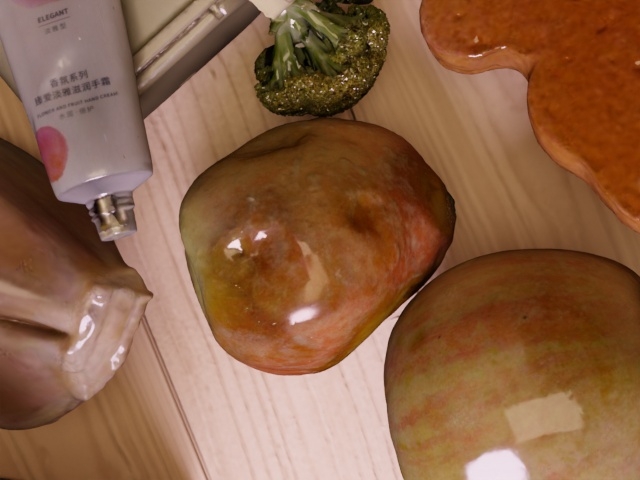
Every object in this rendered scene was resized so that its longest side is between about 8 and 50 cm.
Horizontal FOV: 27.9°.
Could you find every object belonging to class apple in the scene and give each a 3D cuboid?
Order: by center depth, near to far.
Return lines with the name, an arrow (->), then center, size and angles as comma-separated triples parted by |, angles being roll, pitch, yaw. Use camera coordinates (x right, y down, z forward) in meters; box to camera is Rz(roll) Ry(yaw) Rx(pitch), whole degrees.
apple -> 0.180, 0.132, 1.068 | 0.234, 0.257, 0.257 | -19, 95, 14

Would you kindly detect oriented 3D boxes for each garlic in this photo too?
garlic -> -0.333, 0.027, 1.093 | 0.340, 0.246, 0.231 | 25, 109, -16

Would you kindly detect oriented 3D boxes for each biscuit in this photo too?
biscuit -> 0.308, -0.188, 1.040 | 0.350, 0.078, 0.455 | -46, 66, 5

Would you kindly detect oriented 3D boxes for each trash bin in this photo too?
trash bin -> -0.202, -0.234, 1.116 | 0.243, 0.121, 0.247 | -40, 91, 6

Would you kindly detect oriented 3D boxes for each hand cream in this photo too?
hand cream -> -0.206, -0.164, 1.032 | 0.124, 0.078, 0.341 | -17, 86, 6

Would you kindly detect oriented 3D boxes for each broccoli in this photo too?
broccoli -> -0.003, -0.165, 1.114 | 0.131, 0.130, 0.120 | -26, 123, 20

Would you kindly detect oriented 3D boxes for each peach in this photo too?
peach -> 0.000, 0.000, 1.091 | 0.235, 0.214, 0.214 | -25, 95, -2

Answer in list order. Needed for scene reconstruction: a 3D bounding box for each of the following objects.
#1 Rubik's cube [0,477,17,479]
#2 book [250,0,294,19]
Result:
Rubik's cube -> -0.307, 0.389, 1.058 | 0.344, 0.346, 0.347 | 8, 89, 4
book -> -0.087, -0.393, 1.073 | 0.371, 0.043, 0.260 | 43, 66, -3
